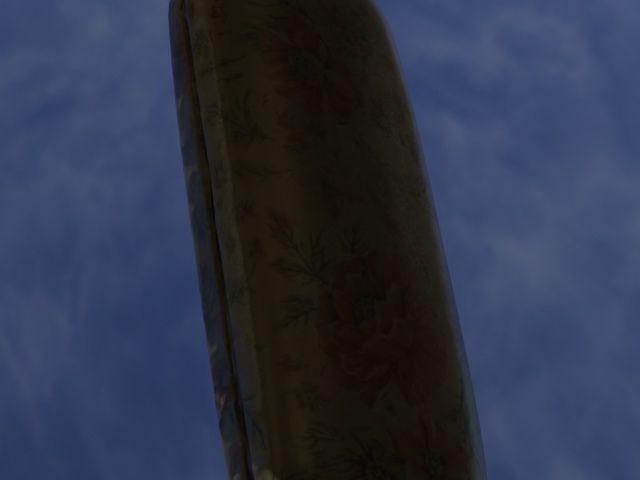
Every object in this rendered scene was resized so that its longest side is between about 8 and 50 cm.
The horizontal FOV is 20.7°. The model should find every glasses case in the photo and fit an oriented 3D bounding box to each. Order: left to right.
[{"bbox_3d":[0.000,0.000,1.052,0.156,0.098,0.425,12,-125,-35],"label":"glasses case"}]
